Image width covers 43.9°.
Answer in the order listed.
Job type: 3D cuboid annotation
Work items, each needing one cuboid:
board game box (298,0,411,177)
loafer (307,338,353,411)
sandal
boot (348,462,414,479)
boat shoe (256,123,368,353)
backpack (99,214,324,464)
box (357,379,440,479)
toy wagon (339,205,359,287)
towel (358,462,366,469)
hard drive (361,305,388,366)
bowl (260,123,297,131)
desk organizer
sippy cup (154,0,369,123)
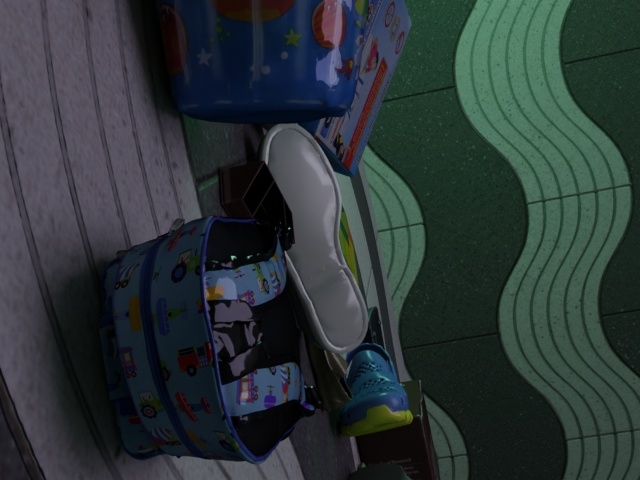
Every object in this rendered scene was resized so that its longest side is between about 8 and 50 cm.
[{"bbox_3d":[0.042,-0.287,1.310,0.302,0.086,0.308,31,80,-75],"label":"board game box"},{"bbox_3d":[0.015,0.183,1.191,0.056,0.050,0.148,-73,151,-74],"label":"loafer"},{"bbox_3d":[0.084,0.255,1.376,0.317,0.126,0.138,104,-25,-86],"label":"sandal"},{"bbox_3d":[0.127,0.435,1.235,0.258,0.095,0.123,176,-103,-70],"label":"boot"},{"bbox_3d":[-0.028,0.000,1.071,0.099,0.116,0.319,8,-61,60],"label":"boat shoe"},{"bbox_3d":[-0.074,0.063,0.486,0.173,0.117,0.158,6,74,-82],"label":"backpack"},{"bbox_3d":[0.173,0.496,1.592,0.191,0.143,0.381,-59,140,-77],"label":"box"},{"bbox_3d":[0.000,0.000,1.267,0.344,0.068,0.267,64,17,-63],"label":"toy wagon"},{"bbox_3d":[0.084,0.474,1.399,0.152,0.023,0.113,-65,145,-77],"label":"towel"},{"bbox_3d":[0.112,0.241,1.790,0.255,0.054,0.171,-15,95,-82],"label":"hard drive"},{"bbox_3d":[-0.074,-0.220,1.090,0.142,0.053,0.141,60,20,-69],"label":"bowl"},{"bbox_3d":[-0.069,-0.036,0.892,0.130,0.050,0.047,64,18,-63],"label":"desk organizer"},{"bbox_3d":[-0.052,-0.223,0.721,0.306,0.240,0.223,-4,95,-44],"label":"sippy cup"}]
